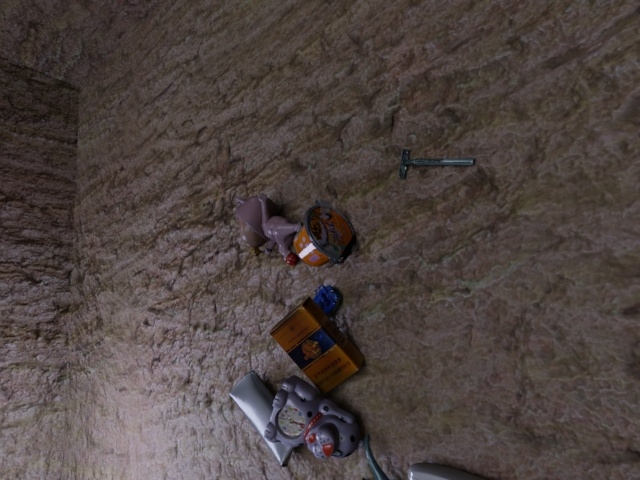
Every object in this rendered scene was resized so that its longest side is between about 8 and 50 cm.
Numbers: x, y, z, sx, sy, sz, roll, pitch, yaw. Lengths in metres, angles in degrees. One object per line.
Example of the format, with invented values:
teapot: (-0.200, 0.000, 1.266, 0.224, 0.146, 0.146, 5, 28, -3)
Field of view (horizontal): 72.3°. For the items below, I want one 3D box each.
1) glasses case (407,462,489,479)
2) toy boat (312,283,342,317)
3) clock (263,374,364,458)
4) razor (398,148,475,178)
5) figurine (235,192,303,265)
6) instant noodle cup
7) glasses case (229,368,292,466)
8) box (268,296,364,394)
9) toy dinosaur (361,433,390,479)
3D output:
glasses case: (0.307, 0.548, 0.974, 0.233, 0.092, 0.059, 0, 80, 38)
toy boat: (-0.025, 0.206, 1.306, 0.175, 0.110, 0.091, -53, 50, 20)
clock: (-0.006, 0.504, 1.187, 0.253, 0.189, 0.189, 21, 95, 23)
razor: (0.304, -0.209, 1.165, 0.211, 0.035, 0.084, 6, 87, 41)
figurine: (-0.180, -0.038, 1.452, 0.287, 0.176, 0.186, 32, 77, 25)
instant noodle cup: (0.000, 0.000, 1.302, 0.125, 0.177, 0.208, -41, 38, 44)
glasses case: (-0.162, 0.544, 1.371, 0.308, 0.083, 0.128, 39, 100, 38)
box: (-0.012, 0.296, 1.235, 0.237, 0.070, 0.152, 49, 116, 3)
toy dinosaur: (0.209, 0.714, 1.035, 0.330, 0.129, 0.384, 13, 88, 30)
